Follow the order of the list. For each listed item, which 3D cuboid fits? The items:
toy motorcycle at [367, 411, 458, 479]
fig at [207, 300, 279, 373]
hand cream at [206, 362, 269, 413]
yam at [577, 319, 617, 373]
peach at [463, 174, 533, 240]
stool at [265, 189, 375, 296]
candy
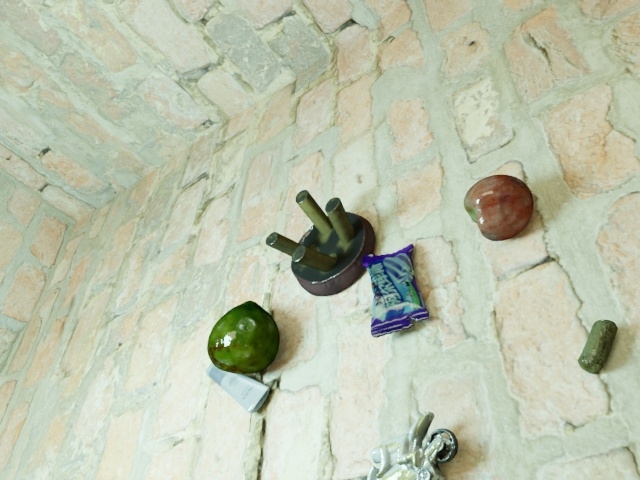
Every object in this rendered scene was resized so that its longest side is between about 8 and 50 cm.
[{"bbox_3d":[0.160,0.432,1.081,0.229,0.074,0.151,-57,40,1],"label":"toy motorcycle"},{"bbox_3d":[-0.207,0.246,1.545,0.195,0.195,0.245,-28,42,24],"label":"fig"},{"bbox_3d":[-0.229,0.392,1.543,0.255,0.048,0.079,14,64,50],"label":"hand cream"},{"bbox_3d":[0.492,0.187,1.007,0.043,0.043,0.094,7,59,49],"label":"yam"},{"bbox_3d":[0.412,-0.077,1.290,0.152,0.152,0.152,-27,39,25],"label":"peach"},{"bbox_3d":[0.000,0.000,1.583,0.272,0.178,0.272,-27,41,26],"label":"stool"},{"bbox_3d":[0.177,0.111,1.390,0.145,0.070,0.275,-22,39,17],"label":"candy"}]
